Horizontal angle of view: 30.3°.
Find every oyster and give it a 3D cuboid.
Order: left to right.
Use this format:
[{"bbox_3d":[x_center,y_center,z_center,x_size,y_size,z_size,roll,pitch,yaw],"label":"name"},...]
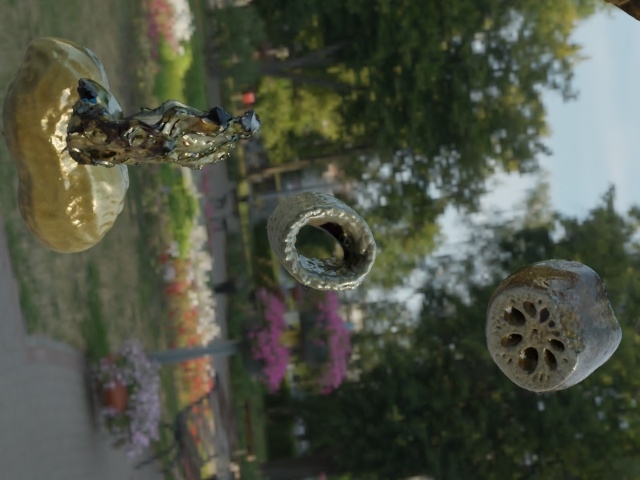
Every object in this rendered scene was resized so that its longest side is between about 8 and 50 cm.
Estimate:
[{"bbox_3d":[-0.180,-0.116,1.229,0.198,0.259,0.092,0,98,-52],"label":"oyster"}]

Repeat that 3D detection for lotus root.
[{"bbox_3d":[0.207,0.083,1.093,0.081,0.112,0.122,-26,93,-52],"label":"lotus root"}]

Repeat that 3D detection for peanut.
[{"bbox_3d":[-0.319,-0.115,1.483,0.149,0.149,0.313,-101,-172,-52],"label":"peanut"}]

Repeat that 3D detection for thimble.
[{"bbox_3d":[0.000,0.000,1.347,0.115,0.102,0.090,42,1,-19],"label":"thimble"}]

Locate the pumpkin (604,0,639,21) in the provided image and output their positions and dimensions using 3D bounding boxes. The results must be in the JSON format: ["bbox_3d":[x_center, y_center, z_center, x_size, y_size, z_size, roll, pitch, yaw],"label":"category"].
[{"bbox_3d":[0.495,-0.470,1.898,0.139,0.317,0.222,101,13,-46],"label":"pumpkin"}]

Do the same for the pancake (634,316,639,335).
[{"bbox_3d":[0.612,0.210,1.907,0.253,0.037,0.253,42,-10,10],"label":"pancake"}]
